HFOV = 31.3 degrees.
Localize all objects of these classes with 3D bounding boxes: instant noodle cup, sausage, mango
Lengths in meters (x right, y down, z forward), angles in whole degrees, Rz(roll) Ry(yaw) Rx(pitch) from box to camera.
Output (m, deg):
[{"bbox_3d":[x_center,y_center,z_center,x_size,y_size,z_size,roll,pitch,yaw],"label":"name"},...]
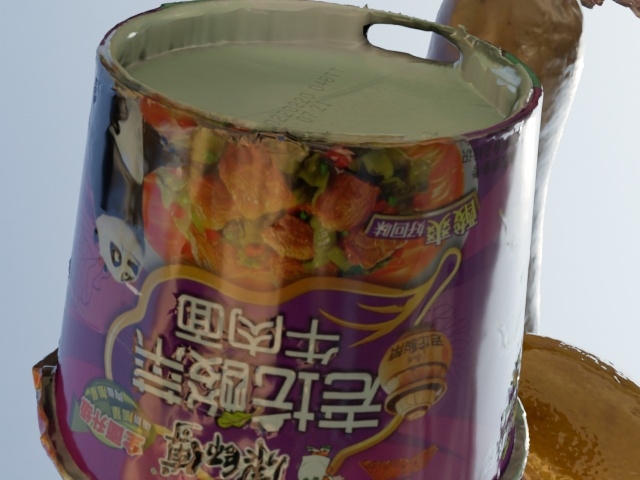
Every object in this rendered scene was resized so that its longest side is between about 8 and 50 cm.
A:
[{"bbox_3d":[-0.009,0.000,0.541,0.251,0.190,0.251,5,-153,-3],"label":"instant noodle cup"},{"bbox_3d":[0.141,-0.025,0.995,0.136,0.500,0.123,20,-131,21],"label":"sausage"},{"bbox_3d":[0.184,0.138,0.767,0.227,0.109,0.147,30,-143,2],"label":"mango"}]

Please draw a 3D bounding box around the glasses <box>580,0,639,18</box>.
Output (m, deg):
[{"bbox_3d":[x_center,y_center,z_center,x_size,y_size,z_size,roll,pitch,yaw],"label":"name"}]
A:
[{"bbox_3d":[0.244,-0.248,0.956,0.256,0.095,0.162,7,-129,-32],"label":"glasses"}]
